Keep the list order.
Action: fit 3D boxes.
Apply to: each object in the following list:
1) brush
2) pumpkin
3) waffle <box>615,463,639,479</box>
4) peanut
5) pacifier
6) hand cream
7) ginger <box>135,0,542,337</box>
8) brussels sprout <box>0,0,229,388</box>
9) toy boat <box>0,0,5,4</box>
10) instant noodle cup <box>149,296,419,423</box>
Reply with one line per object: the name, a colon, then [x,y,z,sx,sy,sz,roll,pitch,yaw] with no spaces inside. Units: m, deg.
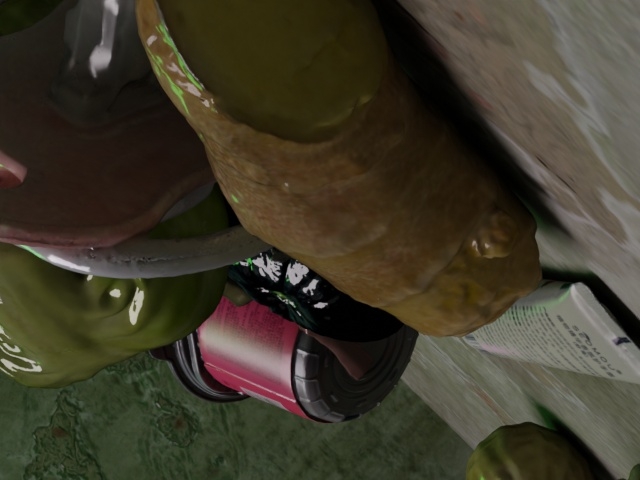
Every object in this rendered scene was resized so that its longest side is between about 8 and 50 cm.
brush: [-0.044,0.044,1.702,0.301,0.084,0.071,44,178,-34]
pumpkin: [0.000,0.000,1.559,0.202,0.140,0.202,31,166,8]
waffle: [0.296,0.261,1.375,0.214,0.054,0.208,49,150,10]
peanut: [0.240,0.285,1.990,0.147,0.147,0.305,43,176,22]
pacifier: [-0.139,-0.107,1.201,0.220,0.332,0.273,-4,107,48]
hand cream: [0.153,0.056,1.244,0.095,0.059,0.276,47,170,-12]
ginger: [0.003,-0.061,1.025,0.190,0.126,0.354,17,155,37]
brussels sprout: [-0.208,-0.030,1.454,0.328,0.247,0.328,49,173,8]
toy boat: [-0.233,-0.168,1.718,0.219,0.072,0.318,29,-163,-49]
instant noodle cup: [-0.014,0.080,1.895,0.181,0.302,0.258,24,131,37]
